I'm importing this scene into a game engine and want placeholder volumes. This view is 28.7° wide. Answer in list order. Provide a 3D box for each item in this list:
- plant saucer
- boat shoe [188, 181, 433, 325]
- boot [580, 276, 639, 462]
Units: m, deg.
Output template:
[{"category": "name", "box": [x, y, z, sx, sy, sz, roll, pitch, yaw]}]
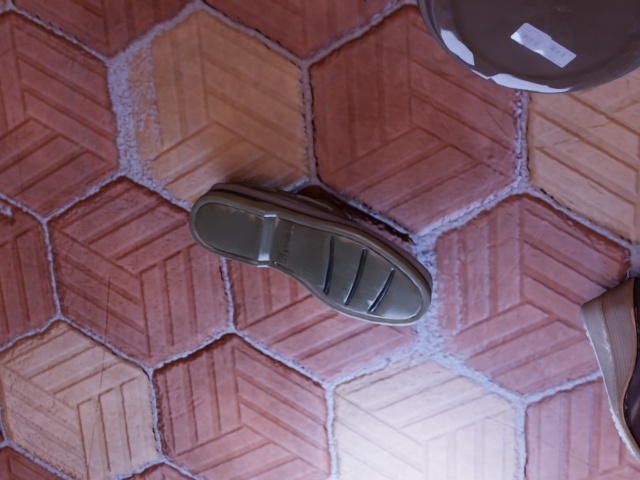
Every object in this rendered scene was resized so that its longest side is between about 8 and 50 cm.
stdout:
[{"category": "plant saucer", "box": [0.232, -0.246, 1.264, 0.278, 0.041, 0.278, 7, 141, 5]}, {"category": "boat shoe", "box": [0.000, 0.000, 1.488, 0.302, 0.103, 0.113, 24, 120, 8]}, {"category": "boot", "box": [0.428, 0.147, 1.415, 0.207, 0.090, 0.248, -18, 104, 28]}]
